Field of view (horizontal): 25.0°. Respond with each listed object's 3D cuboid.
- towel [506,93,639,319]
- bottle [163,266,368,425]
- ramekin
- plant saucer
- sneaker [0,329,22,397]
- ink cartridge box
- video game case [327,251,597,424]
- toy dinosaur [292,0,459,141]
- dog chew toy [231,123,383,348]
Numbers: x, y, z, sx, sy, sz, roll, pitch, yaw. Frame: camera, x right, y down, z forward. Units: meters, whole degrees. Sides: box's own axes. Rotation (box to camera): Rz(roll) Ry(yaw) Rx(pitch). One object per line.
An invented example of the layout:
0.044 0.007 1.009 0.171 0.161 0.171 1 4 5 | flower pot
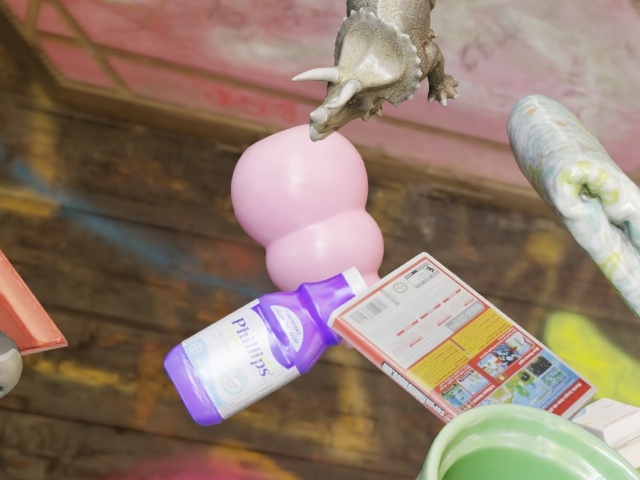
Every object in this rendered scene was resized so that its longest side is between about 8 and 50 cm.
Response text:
0.338 0.025 1.482 0.090 0.374 0.320 -39 14 7 | towel
-0.061 0.132 1.888 0.118 0.283 0.092 60 178 11 | bottle
0.208 0.327 1.451 0.303 0.303 0.148 -94 28 -48 | ramekin
-0.427 0.042 1.739 0.048 0.258 0.259 -37 -4 4 | plant saucer
-0.326 0.038 1.009 0.101 0.267 0.106 90 -162 -53 | sneaker
0.497 0.334 2.442 0.143 0.092 0.089 12 122 68 | ink cartridge box
0.174 0.141 1.752 0.204 0.285 0.025 -31 -28 -45 | video game case
0.060 -0.210 1.271 0.160 0.121 0.313 73 -160 -62 | toy dinosaur
0.000 0.000 2.134 0.331 0.207 0.206 68 161 4 | dog chew toy
